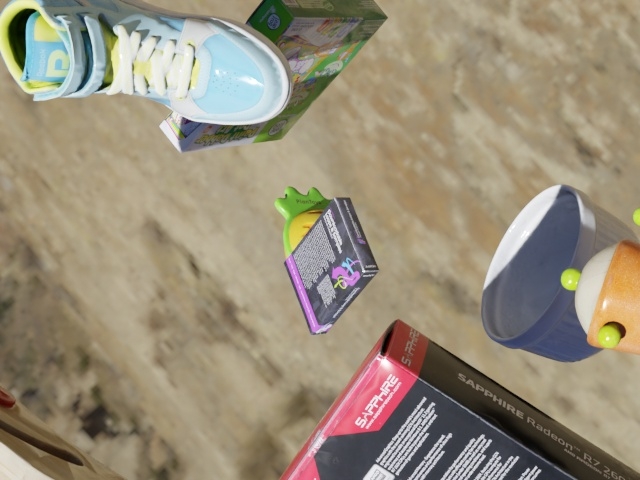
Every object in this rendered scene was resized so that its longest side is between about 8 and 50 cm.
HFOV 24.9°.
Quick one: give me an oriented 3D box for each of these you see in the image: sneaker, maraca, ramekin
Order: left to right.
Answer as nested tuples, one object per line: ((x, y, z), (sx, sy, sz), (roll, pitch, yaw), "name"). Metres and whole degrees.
((-0.204, -0.186, 1.554), (0.319, 0.208, 0.127), (18, 111, 18), "sneaker")
((0.000, 0.000, 2.049), (0.099, 0.127, 0.185), (-48, 52, 40), "maraca")
((0.293, 0.048, 1.729), (0.109, 0.207, 0.207), (25, 172, -17), "ramekin")

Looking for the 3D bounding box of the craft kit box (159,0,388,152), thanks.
((-0.058, -0.223, 1.902), (0.061, 0.246, 0.250), (53, -150, 13), "craft kit box")

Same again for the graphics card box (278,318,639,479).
((0.158, 0.268, 1.391), (0.371, 0.232, 0.094), (32, -156, -2), "graphics card box")

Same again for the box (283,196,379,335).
((0.013, 0.035, 1.894), (0.162, 0.029, 0.116), (-53, 50, 48), "box")

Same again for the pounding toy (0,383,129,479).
((-0.261, 0.148, 0.912), (0.269, 0.154, 0.154), (32, -178, 10), "pounding toy")

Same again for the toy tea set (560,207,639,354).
((0.301, 0.005, 1.308), (0.124, 0.200, 0.336), (19, -178, 14), "toy tea set")
